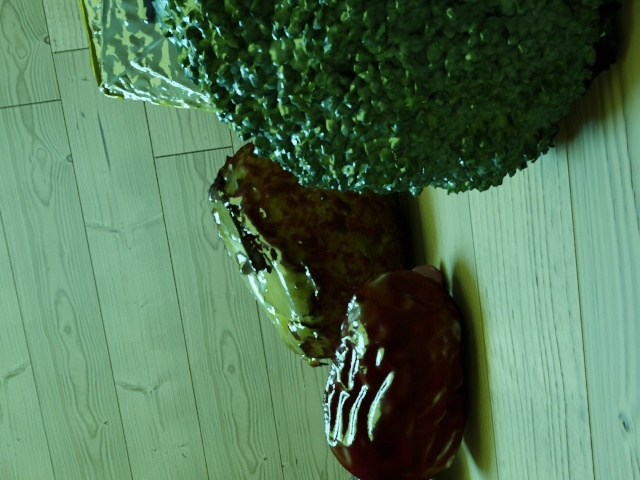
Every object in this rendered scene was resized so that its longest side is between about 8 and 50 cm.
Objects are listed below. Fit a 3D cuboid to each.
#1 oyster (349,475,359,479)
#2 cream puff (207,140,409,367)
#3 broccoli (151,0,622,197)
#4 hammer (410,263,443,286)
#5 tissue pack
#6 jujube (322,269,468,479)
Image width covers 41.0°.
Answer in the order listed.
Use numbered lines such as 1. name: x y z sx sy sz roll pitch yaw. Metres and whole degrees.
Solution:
1. oyster: 0.084 0.286 1.131 0.354 0.107 0.201 54 -153 -64
2. cream puff: -0.003 -0.004 1.130 0.350 0.229 0.350 54 167 19
3. broccoli: 0.038 -0.208 0.474 0.252 0.221 0.361 3 -104 -57
4. hammer: 0.113 0.059 0.937 0.083 0.043 0.043 85 176 -55
5. tissue pack: -0.110 -0.356 1.052 0.382 0.228 0.293 -52 -39 -55
6. jujube: 0.080 0.144 0.880 0.155 0.155 0.230 -103 16 -56
